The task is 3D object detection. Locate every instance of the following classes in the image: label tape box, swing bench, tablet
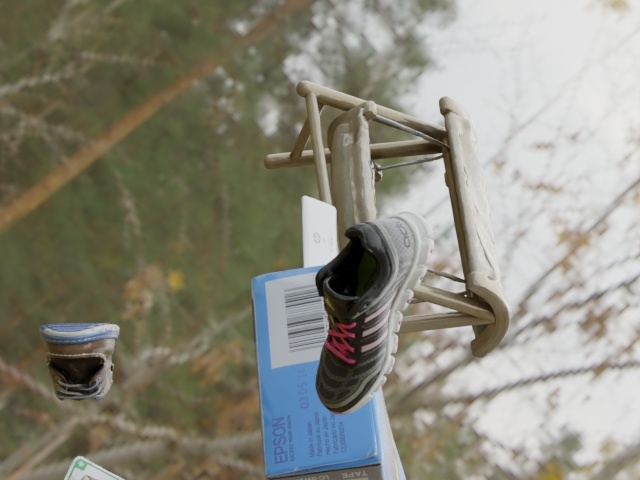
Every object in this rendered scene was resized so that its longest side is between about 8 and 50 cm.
[{"bbox_3d":[0.021,0.222,1.617,0.240,0.106,0.334,-96,175,-46],"label":"label tape box"},{"bbox_3d":[0.087,-0.023,1.929,0.165,0.254,0.253,119,-30,-52],"label":"swing bench"},{"bbox_3d":[0.000,0.000,1.736,0.006,0.083,0.054,-16,-23,36],"label":"tablet"}]

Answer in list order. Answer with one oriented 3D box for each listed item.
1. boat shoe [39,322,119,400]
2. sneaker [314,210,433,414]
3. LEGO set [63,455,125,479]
[{"bbox_3d":[-0.208,0.108,1.528,0.183,0.066,0.066,80,10,-83],"label":"boat shoe"},{"bbox_3d":[0.024,0.054,1.322,0.075,0.170,0.063,5,24,-42],"label":"sneaker"},{"bbox_3d":[-0.060,0.247,0.916,0.244,0.182,0.060,28,-42,-9],"label":"LEGO set"}]
